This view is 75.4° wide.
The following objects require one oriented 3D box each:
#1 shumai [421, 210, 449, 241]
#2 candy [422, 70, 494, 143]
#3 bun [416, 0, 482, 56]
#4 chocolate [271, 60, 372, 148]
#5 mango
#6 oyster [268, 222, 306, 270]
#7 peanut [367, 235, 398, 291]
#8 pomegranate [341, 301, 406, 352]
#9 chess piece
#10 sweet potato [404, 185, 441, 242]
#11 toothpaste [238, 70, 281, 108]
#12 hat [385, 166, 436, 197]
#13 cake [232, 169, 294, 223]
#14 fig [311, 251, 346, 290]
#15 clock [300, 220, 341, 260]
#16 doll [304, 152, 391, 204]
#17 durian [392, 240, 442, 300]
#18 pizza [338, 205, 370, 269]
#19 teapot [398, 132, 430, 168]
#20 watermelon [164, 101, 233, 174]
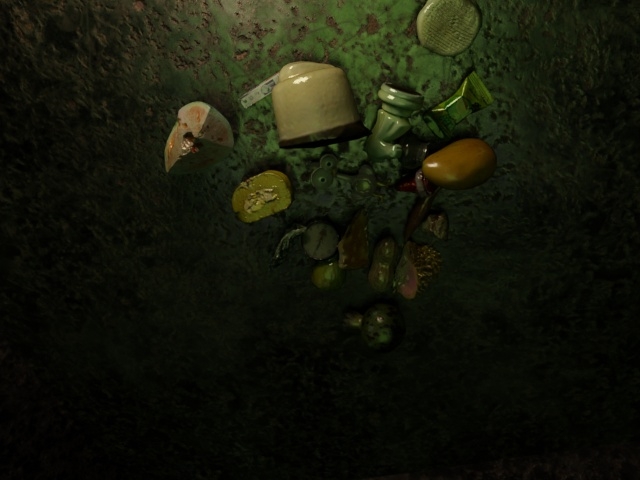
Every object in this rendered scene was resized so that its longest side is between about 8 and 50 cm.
[{"bbox_3d":[0.499,-0.062,1.808,0.116,0.145,0.146,1,121,23],"label":"shumai"},{"bbox_3d":[0.527,-0.504,1.584,0.246,0.069,0.149,-39,106,26],"label":"candy"},{"bbox_3d":[0.439,-0.753,1.428,0.221,0.108,0.221,3,127,3],"label":"bun"},{"bbox_3d":[-0.008,-0.488,1.488,0.326,0.314,0.297,-12,103,-31],"label":"chocolate"},{"bbox_3d":[0.534,-0.288,1.590,0.317,0.211,0.173,-19,139,-24],"label":"mango"},{"bbox_3d":[-0.167,0.031,1.879,0.087,0.199,0.252,36,84,-1],"label":"oyster"},{"bbox_3d":[0.288,0.113,1.898,0.120,0.136,0.298,6,118,-1],"label":"peanut"},{"bbox_3d":[0.273,0.401,2.033,0.306,0.242,0.242,37,118,18],"label":"pomegranate"},{"bbox_3d":[0.266,-0.430,1.578,0.175,0.176,0.298,14,121,-6],"label":"chess piece"},{"bbox_3d":[0.429,-0.121,1.798,0.072,0.066,0.314,0,126,-40],"label":"sweet potato"},{"bbox_3d":[-0.223,-0.576,1.589,0.196,0.040,0.047,-26,119,16],"label":"toothpaste"},{"bbox_3d":[0.377,-0.232,1.721,0.227,0.140,0.129,-8,111,39],"label":"hat"},{"bbox_3d":[-0.247,-0.188,1.743,0.260,0.156,0.179,-20,101,7],"label":"cake"},{"bbox_3d":[0.049,0.141,1.907,0.167,0.167,0.233,18,131,-7],"label":"fig"},{"bbox_3d":[0.000,0.000,1.844,0.184,0.040,0.185,-1,84,14],"label":"clock"},{"bbox_3d":[0.104,-0.261,1.722,0.365,0.094,0.160,16,115,-8],"label":"doll"},{"bbox_3d":[0.475,0.141,1.933,0.195,0.185,0.305,-3,114,-23],"label":"durian"},{"bbox_3d":[0.152,-0.004,1.841,0.189,0.071,0.297,-13,117,-36],"label":"pizza"},{"bbox_3d":[0.369,-0.344,1.649,0.119,0.130,0.166,19,155,17],"label":"teapot"},{"bbox_3d":[-0.478,-0.412,1.648,0.322,0.188,0.175,-33,68,26],"label":"watermelon"}]
